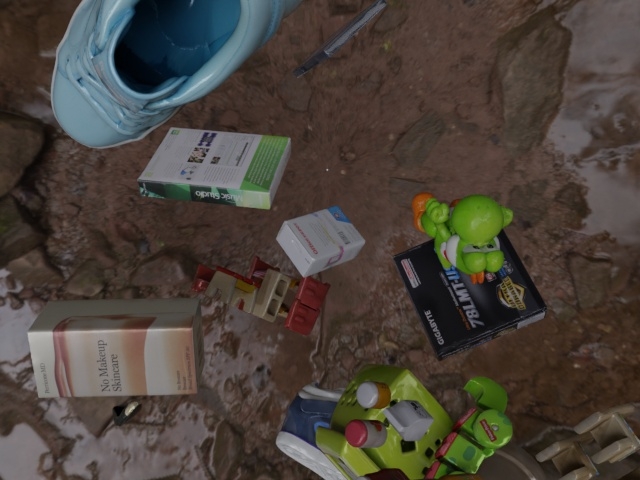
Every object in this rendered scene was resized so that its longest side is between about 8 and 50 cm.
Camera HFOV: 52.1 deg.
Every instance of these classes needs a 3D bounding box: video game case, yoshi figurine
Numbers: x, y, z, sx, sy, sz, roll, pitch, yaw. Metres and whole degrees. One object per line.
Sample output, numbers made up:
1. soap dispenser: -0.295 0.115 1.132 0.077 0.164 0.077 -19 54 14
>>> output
1. video game case: 0.040 -0.498 1.629 0.196 0.274 0.026 -45 104 -10
2. yoshi figurine: 0.332 -0.047 1.505 0.203 0.362 0.203 -38 108 5

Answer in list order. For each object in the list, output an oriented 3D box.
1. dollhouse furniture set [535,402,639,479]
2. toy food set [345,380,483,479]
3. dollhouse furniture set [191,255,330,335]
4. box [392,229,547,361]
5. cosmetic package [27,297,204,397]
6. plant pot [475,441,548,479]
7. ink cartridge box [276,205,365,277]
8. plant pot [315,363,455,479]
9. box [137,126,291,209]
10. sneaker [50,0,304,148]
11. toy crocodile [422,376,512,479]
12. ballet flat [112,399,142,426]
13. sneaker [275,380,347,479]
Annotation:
1. dollhouse furniture set: 0.383 0.354 0.832 0.161 0.212 0.242 0 139 -35
2. toy food set: 0.097 0.285 0.879 0.104 0.232 0.111 17 110 -44
3. dollhouse furniture set: -0.164 0.107 1.646 0.201 0.374 0.152 16 80 35
4. box: 0.374 0.117 1.670 0.293 0.073 0.295 -22 63 2
5. cosmetic package: -0.378 0.202 1.247 0.296 0.129 0.153 -2 111 -2
6. plant pot: 0.365 0.665 1.550 0.323 0.280 0.323 5 101 28
7. ink cartridge box: 0.000 0.000 1.111 0.088 0.122 0.052 53 137 21
8. plant pot: 0.132 0.401 1.313 0.207 0.227 0.228 -44 96 -19
9. box: -0.251 -0.182 1.602 0.322 0.232 0.058 6 133 10
10. sneaker: -0.155 -0.161 0.549 0.366 0.150 0.135 -27 112 42
11. toy crocodile: 0.245 0.393 1.166 0.105 0.115 0.340 32 62 13
12. ballet flat: -0.467 0.406 1.556 0.057 0.173 0.049 -33 86 -38
13. sneaker: 0.061 0.515 1.752 0.323 0.130 0.236 31 57 0
